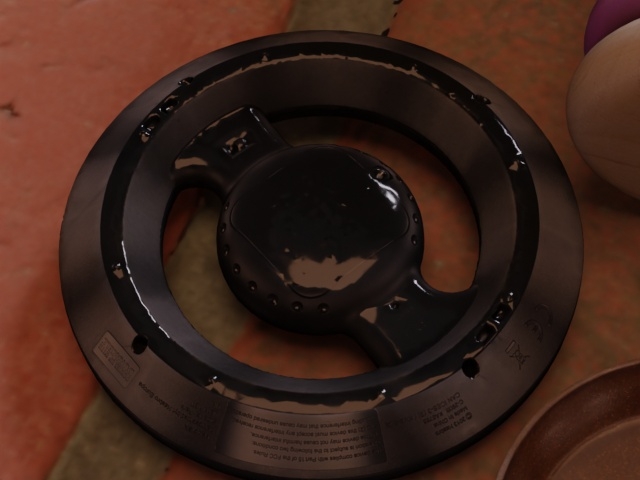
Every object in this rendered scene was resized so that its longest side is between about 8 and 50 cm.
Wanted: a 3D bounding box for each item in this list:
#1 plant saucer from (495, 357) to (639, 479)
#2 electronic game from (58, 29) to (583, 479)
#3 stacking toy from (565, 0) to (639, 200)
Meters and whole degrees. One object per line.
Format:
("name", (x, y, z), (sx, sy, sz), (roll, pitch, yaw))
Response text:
("plant saucer", (0.148, 0.124, 0.590), (0.168, 0.029, 0.168), (-2, 57, 3))
("electronic game", (0.000, 0.000, 0.667), (0.229, 0.048, 0.229), (-1, 58, 1))
("stacking toy", (0.201, -0.181, 0.700), (0.141, 0.141, 0.330), (8, 64, 8))
